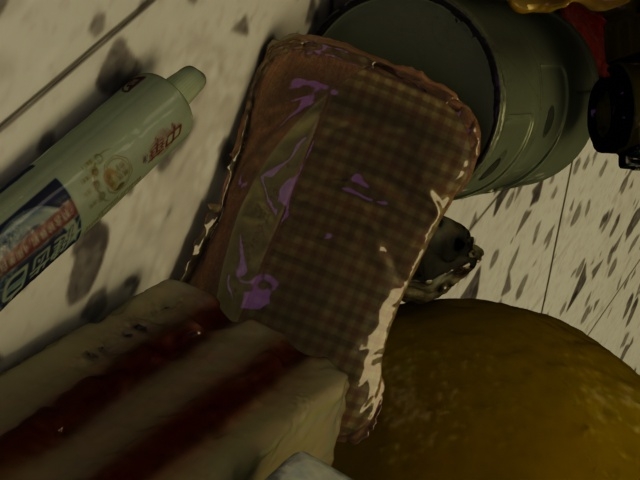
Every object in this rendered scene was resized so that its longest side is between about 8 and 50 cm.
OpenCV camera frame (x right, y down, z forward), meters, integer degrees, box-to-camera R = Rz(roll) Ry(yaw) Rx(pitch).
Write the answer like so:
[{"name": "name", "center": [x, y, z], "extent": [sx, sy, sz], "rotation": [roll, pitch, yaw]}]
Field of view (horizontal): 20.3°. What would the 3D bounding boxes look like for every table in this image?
[{"name": "table", "center": [0.084, -0.088, 1.095], "extent": [0.220, 0.126, 0.126], "rotation": [-13, 125, -67]}]

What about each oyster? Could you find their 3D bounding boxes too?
[{"name": "oyster", "center": [0.059, 0.008, 1.171], "extent": [0.165, 0.108, 0.053], "rotation": [-40, 128, -66]}]

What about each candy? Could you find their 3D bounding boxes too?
[{"name": "candy", "center": [-0.128, 0.161, 0.838], "extent": [0.320, 0.135, 0.179], "rotation": [-32, 142, -54]}]

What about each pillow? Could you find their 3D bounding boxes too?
[{"name": "pillow", "center": [-0.002, -0.002, 0.978], "extent": [0.034, 0.135, 0.211], "rotation": [-60, 171, -83]}]

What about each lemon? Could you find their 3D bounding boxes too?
[{"name": "lemon", "center": [0.095, 0.196, 1.156], "extent": [0.364, 0.364, 0.364], "rotation": [-51, 156, -34]}]

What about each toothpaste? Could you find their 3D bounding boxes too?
[{"name": "toothpaste", "center": [-0.124, -0.011, 0.791], "extent": [0.233, 0.038, 0.060], "rotation": [-47, 149, -35]}]

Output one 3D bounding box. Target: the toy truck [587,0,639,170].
[{"name": "toy truck", "center": [0.233, -0.171, 1.092], "extent": [0.127, 0.127, 0.257], "rotation": [158, -68, -75]}]

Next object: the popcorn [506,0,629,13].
[{"name": "popcorn", "center": [0.139, -0.227, 0.946], "extent": [0.250, 0.250, 0.190], "rotation": [35, 43, -70]}]

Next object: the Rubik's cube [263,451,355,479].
[{"name": "Rubik's cube", "center": [0.004, 0.293, 0.759], "extent": [0.259, 0.256, 0.253], "rotation": [-41, 150, -47]}]

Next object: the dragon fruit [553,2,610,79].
[{"name": "dragon fruit", "center": [0.284, -0.212, 1.306], "extent": [0.291, 0.250, 0.269], "rotation": [-56, -172, 19]}]
